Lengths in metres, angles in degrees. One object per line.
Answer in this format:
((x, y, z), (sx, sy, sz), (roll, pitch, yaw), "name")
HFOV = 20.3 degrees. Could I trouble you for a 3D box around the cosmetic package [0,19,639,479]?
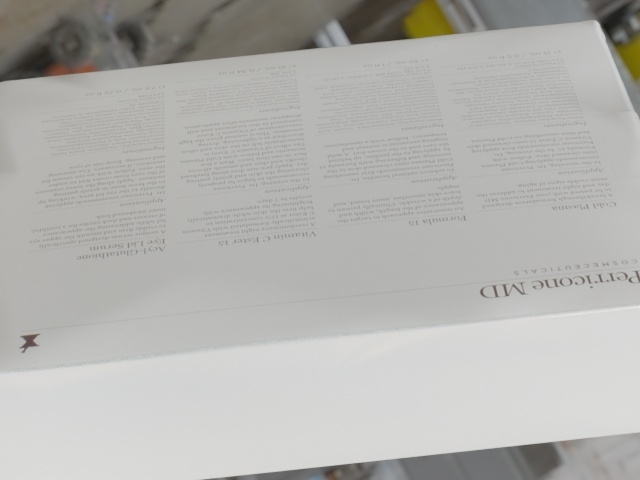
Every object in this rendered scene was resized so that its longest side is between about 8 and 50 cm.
((0.000, 0.000, 1.006), (0.377, 0.097, 0.284), (-6, -146, -1), "cosmetic package")
